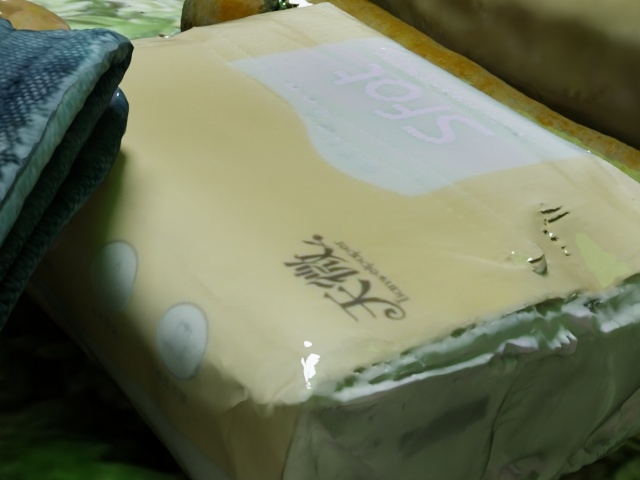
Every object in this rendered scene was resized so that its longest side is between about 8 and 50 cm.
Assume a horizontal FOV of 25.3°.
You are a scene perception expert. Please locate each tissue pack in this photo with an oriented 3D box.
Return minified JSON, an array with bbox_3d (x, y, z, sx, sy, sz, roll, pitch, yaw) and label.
[{"bbox_3d":[0.000,0.000,0.478,0.186,0.090,0.222,-15,35,-33],"label":"tissue pack"}]

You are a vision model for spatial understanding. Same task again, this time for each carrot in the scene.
[{"bbox_3d":[0.063,-0.052,0.624,0.298,0.078,0.078,27,33,25],"label":"carrot"}]

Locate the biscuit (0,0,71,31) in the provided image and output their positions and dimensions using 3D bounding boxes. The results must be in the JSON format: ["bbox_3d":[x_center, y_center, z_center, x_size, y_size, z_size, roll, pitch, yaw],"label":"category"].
[{"bbox_3d":[-0.248,-0.082,0.611,0.275,0.052,0.355,4,27,-7],"label":"biscuit"}]

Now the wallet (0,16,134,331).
[{"bbox_3d":[-0.237,0.014,0.365,0.342,0.075,0.237,2,34,9],"label":"wallet"}]

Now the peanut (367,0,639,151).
[{"bbox_3d":[0.158,-0.124,0.672,0.387,0.169,0.192,27,28,33],"label":"peanut"}]
